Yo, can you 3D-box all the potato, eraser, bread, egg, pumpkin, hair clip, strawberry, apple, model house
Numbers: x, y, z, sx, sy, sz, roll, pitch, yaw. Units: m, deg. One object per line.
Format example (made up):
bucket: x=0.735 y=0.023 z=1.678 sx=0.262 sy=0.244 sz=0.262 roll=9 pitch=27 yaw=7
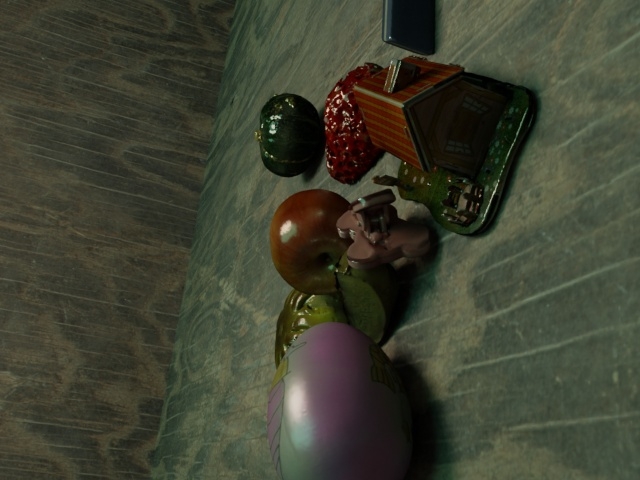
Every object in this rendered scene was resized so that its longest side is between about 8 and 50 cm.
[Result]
potato: x=0.088 y=0.081 z=1.059 sx=0.101 sy=0.089 sz=0.172 roll=-59 pitch=-35 yaw=-44
eraser: x=0.148 y=-0.404 z=1.185 sx=0.036 sy=0.081 sz=0.225 roll=135 pitch=144 yaw=-59
bread: x=-0.025 y=0.170 z=1.251 sx=0.213 sy=0.104 sz=0.214 roll=-169 pitch=90 yaw=-73
egg: x=0.020 y=0.225 z=0.934 sx=0.196 sy=0.196 sz=0.271 roll=-62 pitch=34 yaw=35
pumpkin: x=-0.074 y=-0.240 z=1.602 sx=0.190 sy=0.146 sz=0.191 roll=-164 pitch=90 yaw=-71
hair clip: x=0.082 y=-0.014 z=1.023 sx=0.138 sy=0.123 sz=0.102 roll=158 pitch=96 yaw=-79
strawberry: x=0.048 y=-0.213 z=1.293 sx=0.190 sy=0.111 sz=0.237 roll=-102 pitch=31 yaw=-47
apple: x=0.000 y=0.000 z=1.181 sx=0.199 sy=0.199 sz=0.199 roll=-166 pitch=90 yaw=-71
model house: x=0.128 y=-0.144 z=0.954 sx=0.294 sy=0.153 sz=0.207 roll=-130 pitch=57 yaw=-66

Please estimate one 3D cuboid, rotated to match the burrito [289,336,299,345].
burrito: x=0.016 y=0.182 z=1.103 sx=0.171 sy=0.042 sz=0.051 roll=1 pitch=88 yaw=40
